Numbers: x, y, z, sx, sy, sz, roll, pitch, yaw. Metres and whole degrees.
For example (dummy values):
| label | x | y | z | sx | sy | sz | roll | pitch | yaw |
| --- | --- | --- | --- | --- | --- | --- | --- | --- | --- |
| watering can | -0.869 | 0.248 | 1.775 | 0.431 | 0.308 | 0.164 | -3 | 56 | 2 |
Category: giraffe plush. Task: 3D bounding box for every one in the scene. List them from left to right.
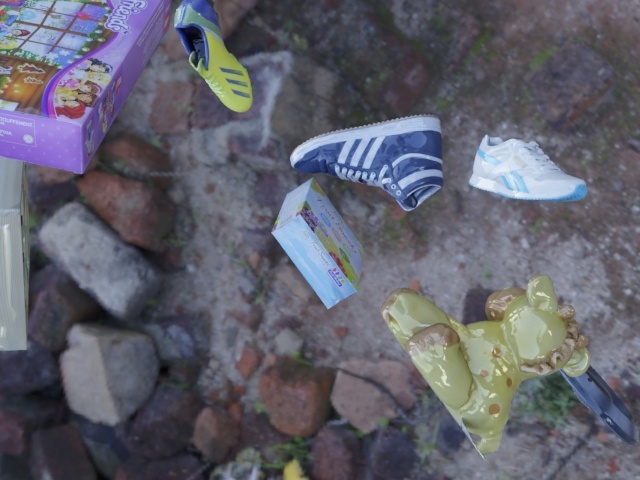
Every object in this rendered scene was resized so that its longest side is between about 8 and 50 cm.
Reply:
| label | x | y | z | sx | sy | sz | roll | pitch | yaw |
| --- | --- | --- | --- | --- | --- | --- | --- | --- | --- |
| giraffe plush | 0.192 | 0.114 | 1.077 | 0.170 | 0.181 | 0.210 | -36 | 57 | 0 |

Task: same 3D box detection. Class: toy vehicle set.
| label | x | y | z | sx | sy | sz | roll | pitch | yaw |
| --- | --- | --- | --- | --- | --- | --- | --- | --- | --- |
| toy vehicle set | -0.357 | -0.013 | 1.140 | 0.267 | 0.035 | 0.166 | -119 | 31 | -60 |

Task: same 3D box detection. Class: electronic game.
| label | x | y | z | sx | sy | sz | roll | pitch | yaw |
| --- | --- | --- | --- | --- | --- | --- | --- | --- | --- |
| electronic game | 0.459 | 0.255 | 1.687 | 0.048 | 0.229 | 0.229 | -43 | 47 | 11 |

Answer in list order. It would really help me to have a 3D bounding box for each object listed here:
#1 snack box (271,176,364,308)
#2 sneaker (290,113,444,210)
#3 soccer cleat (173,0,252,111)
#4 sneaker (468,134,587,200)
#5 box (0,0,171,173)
| label | x | y | z | sx | sy | sz | roll | pitch | yaw |
| --- | --- | --- | --- | --- | --- | --- | --- | --- | --- |
| snack box | 0.000 | 0.000 | 1.779 | 0.070 | 0.174 | 0.207 | -32 | 16 | 16 |
| sneaker | 0.086 | -0.121 | 1.767 | 0.282 | 0.099 | 0.153 | -12 | 77 | 15 |
| soccer cleat | -0.225 | -0.361 | 2.026 | 0.093 | 0.289 | 0.121 | 1 | 49 | 25 |
| sneaker | 0.331 | -0.113 | 1.593 | 0.228 | 0.087 | 0.092 | 21 | 105 | 51 |
| box | -0.280 | -0.188 | 0.967 | 0.293 | 0.200 | 0.057 | -77 | -2 | -50 |
